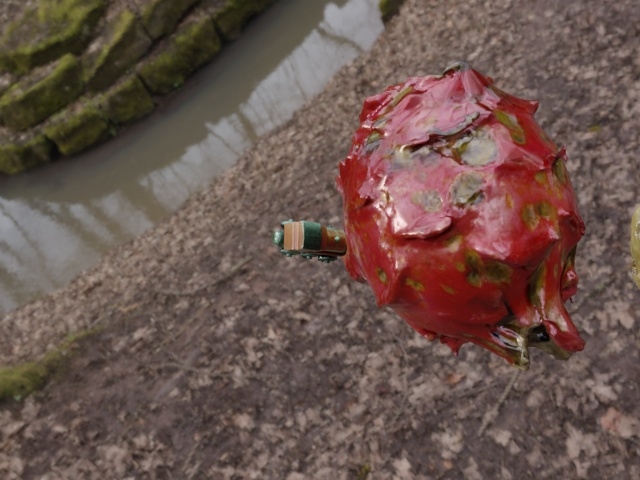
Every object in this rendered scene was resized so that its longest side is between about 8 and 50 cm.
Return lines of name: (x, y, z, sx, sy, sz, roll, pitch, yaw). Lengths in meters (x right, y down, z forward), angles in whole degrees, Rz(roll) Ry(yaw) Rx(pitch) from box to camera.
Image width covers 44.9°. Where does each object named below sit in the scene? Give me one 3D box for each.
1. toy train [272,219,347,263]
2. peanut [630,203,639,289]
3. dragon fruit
toy train: (0.000, 0.000, 0.859, 0.064, 0.103, 0.044, -8, 78, 50)
peanut: (0.395, -0.039, 0.804, 0.098, 0.103, 0.229, 44, 115, 57)
dragon fruit: (0.119, -0.010, 0.639, 0.210, 0.205, 0.268, -36, 66, 18)
